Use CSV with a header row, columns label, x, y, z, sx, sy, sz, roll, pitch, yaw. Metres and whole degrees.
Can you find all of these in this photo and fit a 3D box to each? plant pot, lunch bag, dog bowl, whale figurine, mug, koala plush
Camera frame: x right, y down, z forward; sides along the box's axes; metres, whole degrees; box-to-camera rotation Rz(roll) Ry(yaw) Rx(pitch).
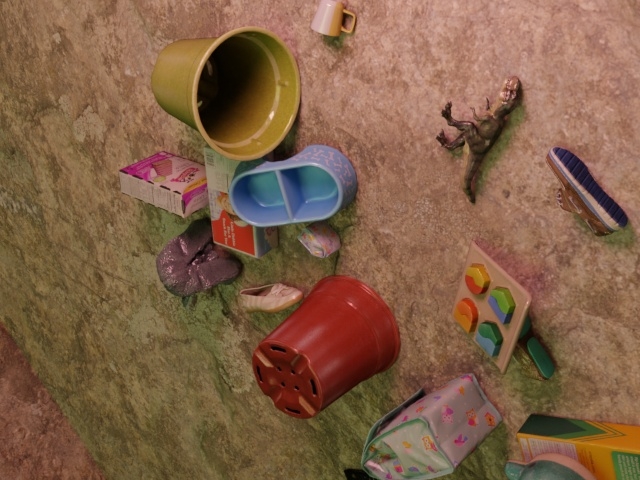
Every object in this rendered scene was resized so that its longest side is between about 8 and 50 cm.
label,x,y,z,sx,sy,sz,roll,pitch,yaw
plant pot,0.000,0.256,1.709,0.272,0.265,0.272,19,124,32
lunch bag,0.000,0.000,1.705,0.083,0.071,0.053,46,133,10
dog bowl,-0.069,-0.112,1.633,0.297,0.074,0.166,-7,115,20
lunch bag,0.230,0.427,1.638,0.262,0.223,0.160,-38,81,47
whale figurine,0.434,0.539,1.468,0.216,0.141,0.272,50,136,7
mug,0.025,-0.444,1.462,0.062,0.078,0.064,56,137,50
koala plush,-0.365,0.087,1.995,0.196,0.203,0.221,55,147,3
plant pot,-0.229,-0.334,1.606,0.254,0.276,0.276,23,127,43

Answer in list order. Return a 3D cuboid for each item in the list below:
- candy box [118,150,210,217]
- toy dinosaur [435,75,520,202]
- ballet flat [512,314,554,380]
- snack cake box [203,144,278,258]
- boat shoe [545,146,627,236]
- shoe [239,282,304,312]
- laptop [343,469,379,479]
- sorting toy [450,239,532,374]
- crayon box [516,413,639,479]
label,x,y,z,sx,sy,sz,roll,pitch,yaw
candy box,-0.375,-0.147,1.879,0.233,0.159,0.071,21,126,30
toy dinosaur,0.277,-0.194,1.377,0.118,0.064,0.268,30,133,16
ballet flat,0.395,0.193,1.482,0.067,0.073,0.206,-20,97,53
snack cake box,-0.190,-0.105,1.796,0.152,0.089,0.264,17,123,31
boat shoe,0.447,-0.080,1.288,0.183,0.066,0.066,52,136,5
shoe,-0.130,0.145,1.891,0.219,0.076,0.058,-12,110,45
laptop,0.164,0.741,1.927,0.264,0.136,0.234,-10,105,43
sorting toy,0.325,0.131,1.457,0.208,0.038,0.193,-124,34,-48
crayon box,0.574,0.468,1.469,0.323,0.083,0.203,-3,111,42
